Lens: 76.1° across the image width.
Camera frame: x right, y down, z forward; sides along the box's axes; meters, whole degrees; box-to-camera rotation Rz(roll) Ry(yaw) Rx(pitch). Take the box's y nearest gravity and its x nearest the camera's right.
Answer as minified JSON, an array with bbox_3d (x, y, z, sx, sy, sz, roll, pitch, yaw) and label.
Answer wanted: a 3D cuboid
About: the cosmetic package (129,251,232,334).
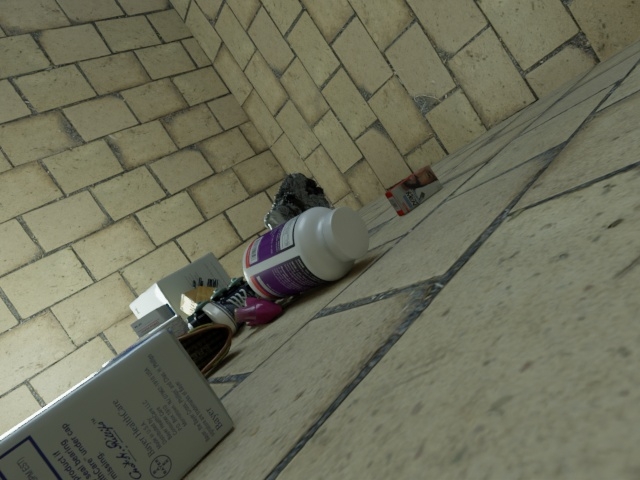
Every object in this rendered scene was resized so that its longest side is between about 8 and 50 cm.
[{"bbox_3d":[-0.699,0.326,2.165,0.329,0.327,0.394,-32,3,37],"label":"cosmetic package"}]

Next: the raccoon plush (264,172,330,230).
[{"bbox_3d":[-0.172,-0.099,1.659,0.299,0.216,0.446,-42,-10,35],"label":"raccoon plush"}]

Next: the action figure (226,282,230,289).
[{"bbox_3d":[-0.390,0.243,2.063,0.280,0.139,0.091,-36,1,17],"label":"action figure"}]

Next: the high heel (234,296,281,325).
[{"bbox_3d":[-0.153,0.188,1.117,0.117,0.082,0.244,-6,-11,0],"label":"high heel"}]

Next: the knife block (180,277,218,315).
[{"bbox_3d":[-0.521,0.278,1.933,0.242,0.276,0.088,-23,-48,-53],"label":"knife block"}]

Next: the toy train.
[{"bbox_3d":[-0.399,0.275,1.669,0.334,0.142,0.190,-36,-6,-36],"label":"toy train"}]

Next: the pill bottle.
[{"bbox_3d":[-0.039,0.031,1.016,0.323,0.181,0.181,-24,9,43],"label":"pill bottle"}]

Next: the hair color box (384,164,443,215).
[{"bbox_3d":[0.307,-0.164,1.345,0.167,0.093,0.053,-35,4,-14],"label":"hair color box"}]

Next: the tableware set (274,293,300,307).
[{"bbox_3d":[-0.070,0.147,1.163,0.169,0.020,0.141,-36,3,-28],"label":"tableware set"}]

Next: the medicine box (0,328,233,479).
[{"bbox_3d":[-0.297,0.265,0.498,0.289,0.149,0.263,-35,3,-38],"label":"medicine box"}]

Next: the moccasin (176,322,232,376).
[{"bbox_3d":[-0.340,0.292,0.828,0.380,0.139,0.147,-25,-12,-35],"label":"moccasin"}]

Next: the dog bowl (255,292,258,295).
[{"bbox_3d":[-0.173,0.125,1.853,0.349,0.102,0.349,-33,3,2],"label":"dog bowl"}]

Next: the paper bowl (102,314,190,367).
[{"bbox_3d":[-0.563,0.390,1.386,0.284,0.148,0.284,-35,3,2],"label":"paper bowl"}]

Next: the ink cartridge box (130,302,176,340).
[{"bbox_3d":[-0.591,0.282,1.442,0.104,0.060,0.180,-33,2,-5],"label":"ink cartridge box"}]

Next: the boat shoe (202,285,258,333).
[{"bbox_3d":[-0.278,0.211,1.315,0.158,0.127,0.340,-43,5,-18],"label":"boat shoe"}]

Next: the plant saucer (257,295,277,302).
[{"bbox_3d":[-0.124,0.143,1.306,0.198,0.036,0.198,-41,16,14],"label":"plant saucer"}]
